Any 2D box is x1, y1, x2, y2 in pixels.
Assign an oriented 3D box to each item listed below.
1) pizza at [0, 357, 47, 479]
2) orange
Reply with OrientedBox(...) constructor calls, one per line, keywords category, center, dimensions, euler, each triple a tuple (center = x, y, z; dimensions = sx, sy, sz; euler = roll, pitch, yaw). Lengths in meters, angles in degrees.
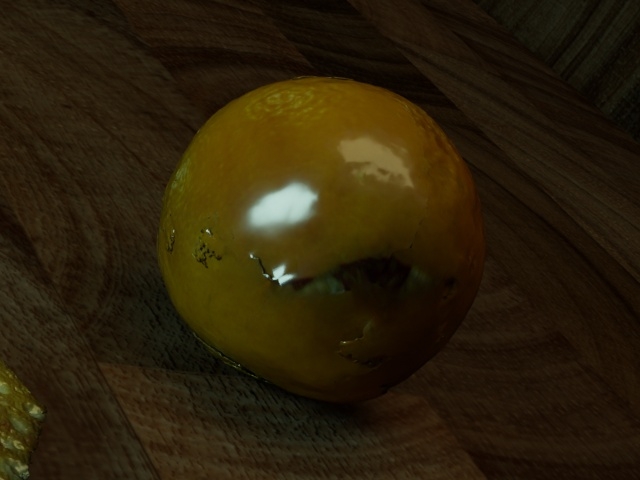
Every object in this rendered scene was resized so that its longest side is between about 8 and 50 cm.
OrientedBox(category="pizza", center=(-0.214, 0.096, 0.736), dimensions=(0.160, 0.036, 0.099), euler=(41, 23, 20))
OrientedBox(category="orange", center=(0.000, 0.000, 0.963), dimensions=(0.246, 0.246, 0.246), euler=(27, 22, -12))
